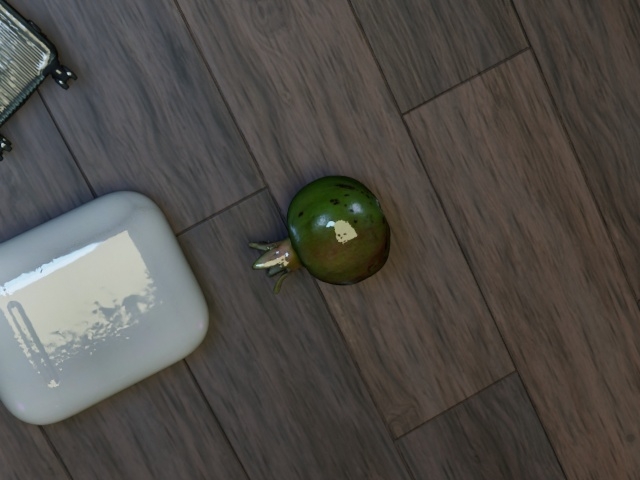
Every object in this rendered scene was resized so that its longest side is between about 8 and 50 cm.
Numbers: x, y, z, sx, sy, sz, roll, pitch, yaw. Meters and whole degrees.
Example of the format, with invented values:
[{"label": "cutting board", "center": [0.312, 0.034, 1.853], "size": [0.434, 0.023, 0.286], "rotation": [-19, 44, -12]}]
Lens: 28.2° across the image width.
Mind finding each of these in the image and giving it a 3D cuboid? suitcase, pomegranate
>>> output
[{"label": "suitcase", "center": [-0.525, -0.282, 1.837], "size": [0.312, 0.128, 0.202], "rotation": [43, 88, -18]}, {"label": "pomegranate", "center": [0.000, 0.000, 2.013], "size": [0.224, 0.181, 0.181], "rotation": [-28, 107, 9]}]

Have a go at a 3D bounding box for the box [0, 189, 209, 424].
[{"label": "box", "center": [-0.362, 0.102, 1.947], "size": [0.349, 0.141, 0.289], "rotation": [-27, 107, -9]}]
